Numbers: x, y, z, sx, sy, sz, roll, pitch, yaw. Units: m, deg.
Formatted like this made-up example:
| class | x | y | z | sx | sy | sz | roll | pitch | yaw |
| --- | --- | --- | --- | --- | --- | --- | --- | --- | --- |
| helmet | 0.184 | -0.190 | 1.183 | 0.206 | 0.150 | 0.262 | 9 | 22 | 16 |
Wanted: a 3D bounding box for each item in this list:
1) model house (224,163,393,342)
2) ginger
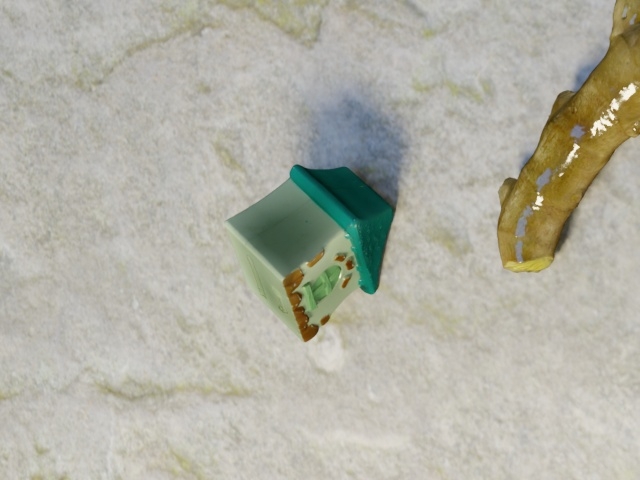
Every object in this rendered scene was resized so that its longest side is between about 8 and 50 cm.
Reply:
| class | x | y | z | sx | sy | sz | roll | pitch | yaw |
| --- | --- | --- | --- | --- | --- | --- | --- | --- | --- |
| model house | 0.000 | 0.000 | 1.716 | 0.100 | 0.149 | 0.127 | 42 | 163 | 31 |
| ginger | 0.235 | -0.089 | 1.528 | 0.299 | 0.065 | 0.118 | -58 | 43 | 27 |
